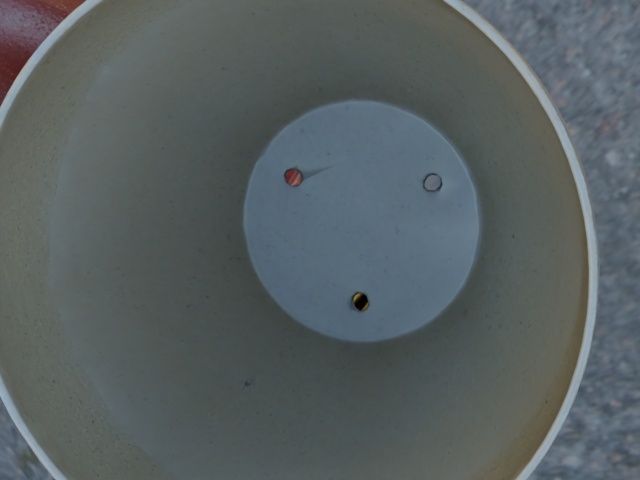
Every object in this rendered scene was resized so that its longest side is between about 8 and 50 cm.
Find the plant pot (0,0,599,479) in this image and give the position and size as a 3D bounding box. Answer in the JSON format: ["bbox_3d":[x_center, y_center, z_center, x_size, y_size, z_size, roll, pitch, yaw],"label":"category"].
[{"bbox_3d":[0.000,0.000,0.745,0.284,0.191,0.284,2,99,15],"label":"plant pot"}]

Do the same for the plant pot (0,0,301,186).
[{"bbox_3d":[-0.172,-0.123,0.894,0.272,0.265,0.273,-5,82,34],"label":"plant pot"}]

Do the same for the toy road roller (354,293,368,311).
[{"bbox_3d":[0.017,0.068,1.632,0.240,0.202,0.329,43,66,6],"label":"toy road roller"}]
